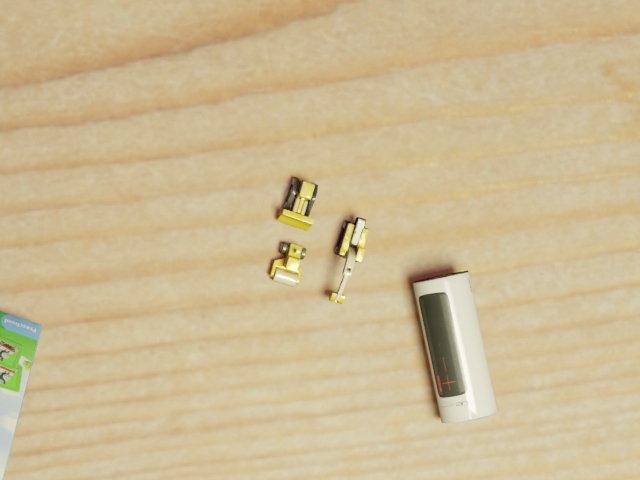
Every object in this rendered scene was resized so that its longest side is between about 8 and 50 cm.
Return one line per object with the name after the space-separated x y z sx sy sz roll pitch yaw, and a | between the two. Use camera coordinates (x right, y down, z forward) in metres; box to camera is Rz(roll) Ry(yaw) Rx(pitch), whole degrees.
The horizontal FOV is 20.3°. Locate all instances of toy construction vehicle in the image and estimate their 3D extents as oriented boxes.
0.000 0.000 1.638 0.085 0.035 0.098 21 82 -12 | toy construction vehicle

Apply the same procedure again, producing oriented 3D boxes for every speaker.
0.125 0.099 1.654 0.055 0.055 0.136 -11 90 -14 | speaker

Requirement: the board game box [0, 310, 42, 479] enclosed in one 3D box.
-0.327 0.125 1.481 0.160 0.039 0.211 20 38 -12 | board game box
